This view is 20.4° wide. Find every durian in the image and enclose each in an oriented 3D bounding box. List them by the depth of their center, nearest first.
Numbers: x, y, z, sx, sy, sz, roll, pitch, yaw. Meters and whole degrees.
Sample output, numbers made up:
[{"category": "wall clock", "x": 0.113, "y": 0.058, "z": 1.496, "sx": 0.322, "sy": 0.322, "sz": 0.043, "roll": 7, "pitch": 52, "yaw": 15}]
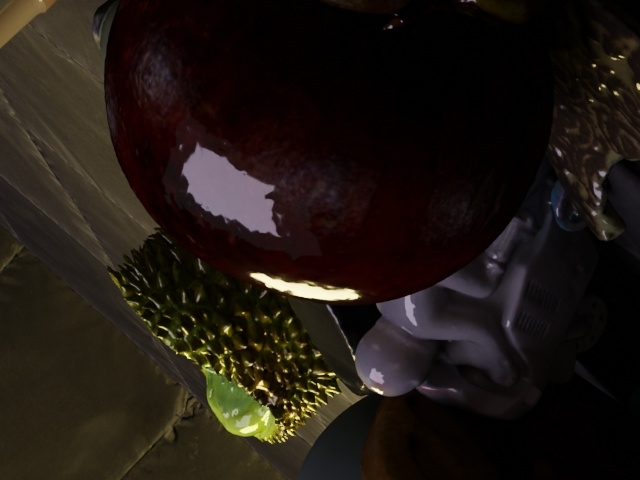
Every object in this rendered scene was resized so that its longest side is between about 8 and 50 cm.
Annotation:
[{"category": "durian", "x": -0.073, "y": 0.065, "z": 1.654, "sx": 0.237, "sy": 0.176, "sz": 0.200, "roll": 43, "pitch": 159, "yaw": -17}]

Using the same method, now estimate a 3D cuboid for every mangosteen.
[{"category": "mangosteen", "x": 0.012, "y": -0.099, "z": 0.822, "sx": 0.215, "sy": 0.215, "sz": 0.258, "roll": 38, "pitch": 129, "yaw": 28}]

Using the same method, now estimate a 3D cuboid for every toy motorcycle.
[{"category": "toy motorcycle", "x": 0.084, "y": 0.023, "z": 1.033, "sx": 0.110, "sy": 0.171, "sz": 0.260, "roll": 30, "pitch": 163, "yaw": 44}]

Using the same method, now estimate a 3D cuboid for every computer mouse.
[{"category": "computer mouse", "x": 0.005, "y": -0.002, "z": 1.412, "sx": 0.295, "sy": 0.087, "sz": 0.168, "roll": 61, "pitch": 170, "yaw": -14}]

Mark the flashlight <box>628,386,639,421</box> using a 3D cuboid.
[{"category": "flashlight", "x": 0.245, "y": 0.130, "z": 1.141, "sx": 0.051, "sy": 0.051, "sz": 0.129, "roll": 53, "pitch": 167, "yaw": -33}]

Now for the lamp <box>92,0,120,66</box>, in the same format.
[{"category": "lamp", "x": -0.095, "y": -0.130, "z": 1.266, "sx": 0.250, "sy": 0.101, "sz": 0.101, "roll": 29, "pitch": 160, "yaw": 53}]

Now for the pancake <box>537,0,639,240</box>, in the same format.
[{"category": "pancake", "x": 0.146, "y": -0.054, "z": 0.868, "sx": 0.190, "sy": 0.020, "sz": 0.184, "roll": 40, "pitch": 158, "yaw": 55}]

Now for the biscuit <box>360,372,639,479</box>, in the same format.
[{"category": "biscuit", "x": 0.175, "y": 0.176, "z": 1.120, "sx": 0.314, "sy": 0.063, "sz": 0.367, "roll": 34, "pitch": -160, "yaw": 4}]

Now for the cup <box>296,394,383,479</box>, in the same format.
[{"category": "cup", "x": 0.152, "y": 0.276, "z": 1.463, "sx": 0.356, "sy": 0.259, "sz": 0.274, "roll": 40, "pitch": 174, "yaw": -17}]

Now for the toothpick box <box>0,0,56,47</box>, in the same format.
[{"category": "toothpick box", "x": -0.302, "y": -0.208, "z": 1.548, "sx": 0.098, "sy": 0.149, "sz": 0.098, "roll": 42, "pitch": 167, "yaw": 12}]
